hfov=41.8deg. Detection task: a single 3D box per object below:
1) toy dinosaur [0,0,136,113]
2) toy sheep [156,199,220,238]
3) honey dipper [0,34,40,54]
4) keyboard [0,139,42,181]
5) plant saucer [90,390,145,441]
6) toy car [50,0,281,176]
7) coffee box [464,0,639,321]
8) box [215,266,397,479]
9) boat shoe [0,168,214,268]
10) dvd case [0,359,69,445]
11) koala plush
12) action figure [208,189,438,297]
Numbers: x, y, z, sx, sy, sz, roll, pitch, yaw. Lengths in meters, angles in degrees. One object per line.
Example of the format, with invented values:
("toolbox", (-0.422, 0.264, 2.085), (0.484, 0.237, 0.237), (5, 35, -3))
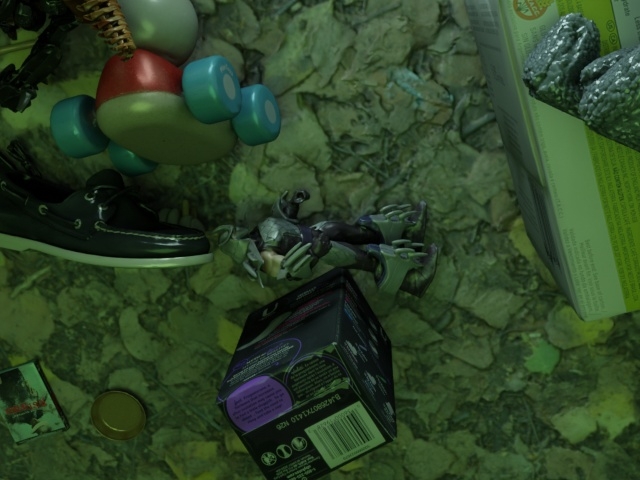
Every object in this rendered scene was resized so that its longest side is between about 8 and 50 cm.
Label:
("toy dinosaur", (-0.329, -0.273, 0.944), (0.218, 0.322, 0.164), (-52, 128, -11))
("toy sheep", (-0.198, -0.005, 1.116), (0.132, 0.091, 0.091), (-8, 107, 12))
("honey dipper", (-0.428, -0.243, 1.084), (0.160, 0.030, 0.030), (-12, 106, 6))
("keyboard", (-0.422, -0.081, 1.140), (0.180, 0.023, 0.108), (44, 111, -11))
("plant saucer", (-0.298, 0.257, 1.241), (0.083, 0.015, 0.083), (1, 107, 4))
("toy car", (-0.190, -0.224, 1.022), (0.219, 0.210, 0.238), (-11, 79, 21))
("coffee box", (0.369, -0.159, 0.899), (0.334, 0.337, 0.338), (-16, 104, 8))
("box", (-0.009, 0.164, 1.059), (0.165, 0.270, 0.143), (-28, 104, 12))
("boat shoe", (-0.277, -0.034, 1.039), (0.340, 0.127, 0.113), (8, 96, 33))
("dvd case", (-0.436, 0.242, 1.246), (0.087, 0.013, 0.119), (-17, 106, 9))
("koala plush", (0.305, -0.167, 0.636), (0.203, 0.196, 0.221), (20, 107, -13))
("action figure", (0.000, 0.000, 1.065), (0.285, 0.185, 0.099), (4, 124, -14))
